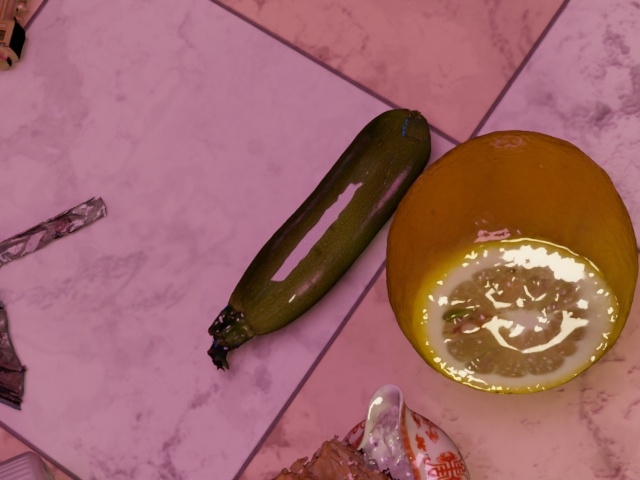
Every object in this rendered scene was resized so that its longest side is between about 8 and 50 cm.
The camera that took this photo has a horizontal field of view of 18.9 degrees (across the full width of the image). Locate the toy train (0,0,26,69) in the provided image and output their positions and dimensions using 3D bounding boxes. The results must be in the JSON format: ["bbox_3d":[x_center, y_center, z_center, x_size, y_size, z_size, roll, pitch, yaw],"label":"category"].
[{"bbox_3d":[-0.361,-0.256,2.118,0.087,0.050,0.138,7,73,11],"label":"toy train"}]

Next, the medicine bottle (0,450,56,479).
[{"bbox_3d":[-0.419,0.350,1.849,0.395,0.242,0.242,-23,68,-10],"label":"medicine bottle"}]

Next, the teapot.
[{"bbox_3d":[0.072,0.255,1.812,0.159,0.116,0.245,9,92,32],"label":"teapot"}]

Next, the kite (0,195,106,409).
[{"bbox_3d":[-0.369,0.031,2.047,0.314,0.011,0.335,-21,70,5],"label":"kite"}]

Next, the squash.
[{"bbox_3d":[-0.001,-0.001,1.932,0.087,0.087,0.331,40,85,21],"label":"squash"}]

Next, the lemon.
[{"bbox_3d":[0.178,0.008,1.812,0.240,0.240,0.219,-10,38,10],"label":"lemon"}]

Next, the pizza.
[{"bbox_3d":[-0.001,0.257,1.780,0.226,0.069,0.147,35,121,51],"label":"pizza"}]
